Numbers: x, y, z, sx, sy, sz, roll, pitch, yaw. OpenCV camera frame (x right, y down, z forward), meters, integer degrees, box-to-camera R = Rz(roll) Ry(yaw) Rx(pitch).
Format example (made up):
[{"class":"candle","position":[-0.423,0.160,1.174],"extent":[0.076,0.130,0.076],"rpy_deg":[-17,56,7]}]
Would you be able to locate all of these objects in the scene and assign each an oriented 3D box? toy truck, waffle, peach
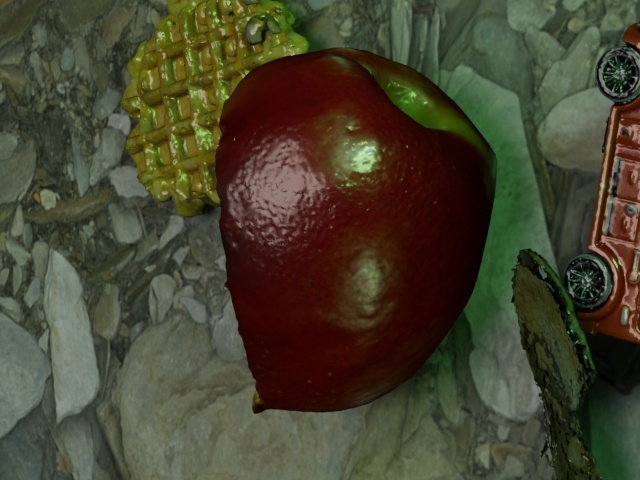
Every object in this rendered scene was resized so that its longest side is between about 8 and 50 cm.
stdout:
[{"class":"toy truck","position":[0.279,-0.044,1.589],"extent":[0.114,0.107,0.252],"rpy_deg":[17,104,35]},{"class":"waffle","position":[-0.103,-0.139,2.011],"extent":[0.280,0.060,0.262],"rpy_deg":[47,124,36]},{"class":"peach","position":[0.000,0.000,1.765],"extent":[0.281,0.281,0.338],"rpy_deg":[54,124,31]}]

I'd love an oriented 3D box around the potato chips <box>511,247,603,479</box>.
[{"class":"potato chips","position":[0.198,0.116,1.650],"extent":[0.202,0.029,0.220],"rpy_deg":[-120,18,-58]}]
